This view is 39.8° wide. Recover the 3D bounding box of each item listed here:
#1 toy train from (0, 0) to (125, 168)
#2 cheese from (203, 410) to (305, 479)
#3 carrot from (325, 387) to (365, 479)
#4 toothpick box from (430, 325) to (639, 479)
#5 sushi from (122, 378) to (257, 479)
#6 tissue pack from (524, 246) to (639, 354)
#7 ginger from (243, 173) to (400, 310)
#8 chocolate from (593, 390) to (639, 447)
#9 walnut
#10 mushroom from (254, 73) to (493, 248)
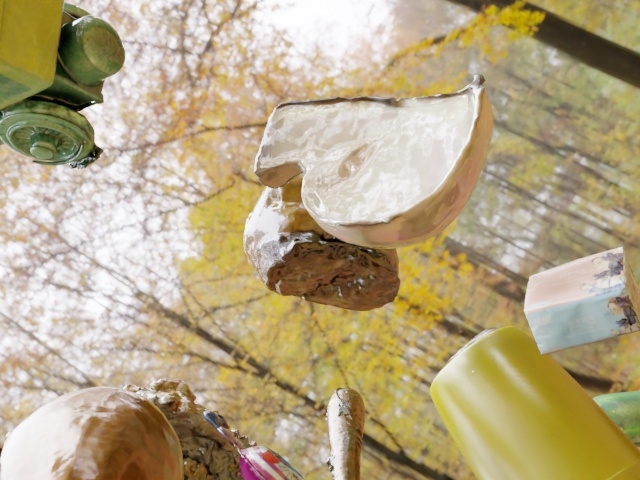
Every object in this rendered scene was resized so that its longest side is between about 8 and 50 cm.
[{"bbox_3d":[-0.358,-0.139,0.793,0.237,0.368,0.151,27,-125,-51],"label":"toy train"},{"bbox_3d":[-0.059,0.217,0.856,0.038,0.145,0.095,-48,-20,-7],"label":"cheese"},{"bbox_3d":[0.029,0.246,0.976,0.254,0.049,0.049,-89,17,-64],"label":"carrot"},{"bbox_3d":[0.254,0.236,1.054,0.175,0.271,0.175,-29,-28,-17],"label":"toothpick box"},{"bbox_3d":[-0.282,0.456,1.506,0.418,0.417,0.176,-56,13,-12],"label":"sushi"},{"bbox_3d":[0.234,0.055,0.791,0.059,0.094,0.074,63,-154,-18],"label":"tissue pack"},{"bbox_3d":[0.000,0.002,1.546,0.200,0.269,0.223,116,156,-48],"label":"ginger"},{"bbox_3d":[0.539,0.316,1.572,0.291,0.110,0.110,3,-58,-26],"label":"chocolate"},{"bbox_3d":[-0.241,0.264,0.883,0.209,0.208,0.336,-62,6,3],"label":"walnut"},{"bbox_3d":[0.064,-0.044,0.914,0.173,0.236,0.162,56,-141,-53],"label":"mushroom"}]
